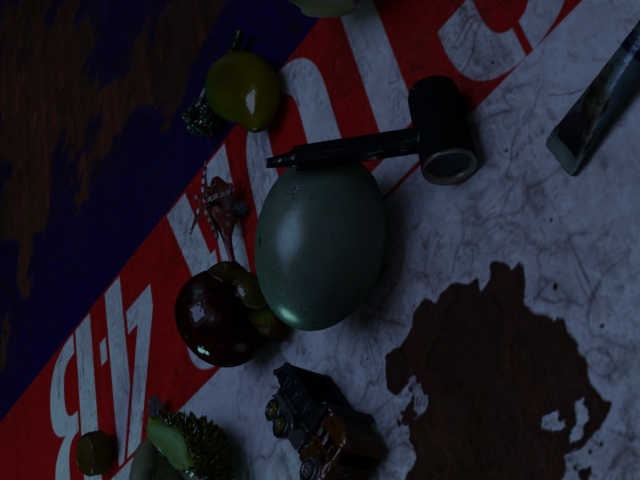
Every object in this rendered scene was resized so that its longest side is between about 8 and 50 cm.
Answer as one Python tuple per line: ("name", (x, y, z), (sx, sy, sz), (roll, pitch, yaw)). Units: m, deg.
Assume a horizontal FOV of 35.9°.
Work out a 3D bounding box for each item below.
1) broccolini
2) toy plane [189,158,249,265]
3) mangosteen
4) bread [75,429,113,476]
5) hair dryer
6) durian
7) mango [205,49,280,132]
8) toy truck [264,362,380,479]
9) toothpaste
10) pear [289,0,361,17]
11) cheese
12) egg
("broccolini", (-0.173, -0.275, 1.753), (0.202, 0.068, 0.091), (-56, 17, 8))
("toy plane", (-0.150, -0.027, 1.591), (0.126, 0.077, 0.194), (-60, 44, 25))
("mangosteen", (-0.123, 0.098, 1.454), (0.181, 0.156, 0.146), (-43, 7, -6))
("bread", (-0.405, 0.386, 1.791), (0.085, 0.053, 0.085), (-4, 85, 52))
("hair dryer", (0.057, -0.128, 1.217), (0.070, 0.255, 0.128), (81, -177, -57))
("durian", (-0.172, 0.319, 1.453), (0.095, 0.137, 0.221), (-40, 26, -9))
("mango", (-0.124, -0.251, 1.643), (0.191, 0.085, 0.122), (30, 91, 45))
("toy truck", (0.001, 0.233, 1.252), (0.092, 0.083, 0.192), (-58, 36, 13))
("toothpaste", (0.310, -0.166, 1.028), (0.216, 0.037, 0.062), (-57, 38, 30))
("pear", (0.005, -0.458, 1.404), (0.271, 0.271, 0.271), (-27, 55, 47))
("cheese", (-0.261, 0.337, 1.577), (0.050, 0.127, 0.235), (-24, 37, 6))
("egg", (0.000, 0.000, 1.275), (0.169, 0.169, 0.236), (0, 78, 55))
